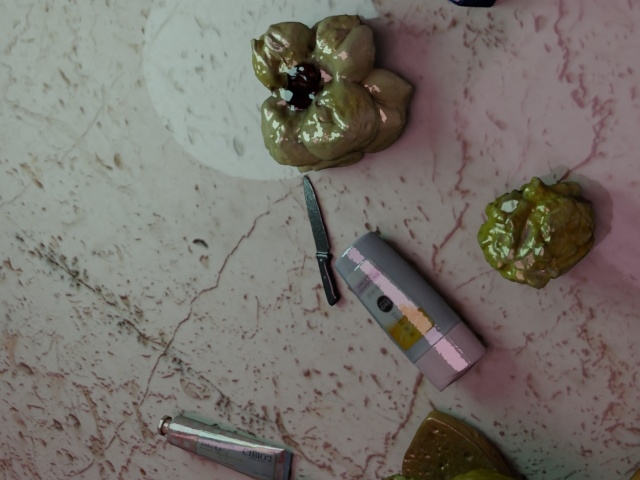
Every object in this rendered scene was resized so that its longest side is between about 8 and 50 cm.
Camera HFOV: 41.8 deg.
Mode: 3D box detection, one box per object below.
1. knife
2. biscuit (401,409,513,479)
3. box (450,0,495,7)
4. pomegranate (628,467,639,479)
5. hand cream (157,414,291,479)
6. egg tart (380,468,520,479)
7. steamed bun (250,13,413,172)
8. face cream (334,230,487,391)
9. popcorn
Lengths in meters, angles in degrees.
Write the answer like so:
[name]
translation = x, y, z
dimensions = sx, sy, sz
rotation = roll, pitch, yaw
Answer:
[knife]
translation = 0.000, 0.000, 1.059
dimensions = 0.023, 0.010, 0.170
rotation = -11, 94, 33
[biscuit]
translation = 0.171, 0.310, 1.018
dimensions = 0.142, 0.029, 0.220
rotation = -12, 97, 32
[box]
translation = 0.116, -0.418, 0.834
dimensions = 0.279, 0.116, 0.261
rotation = 39, 117, 15
[pomegranate]
translation = 0.387, 0.276, 0.790
dimensions = 0.209, 0.209, 0.209
rotation = 8, 105, 29
[hand cream]
translation = -0.138, 0.297, 1.195
dimensions = 0.210, 0.043, 0.067
rotation = 14, 108, 22
[egg tart]
translation = 0.215, 0.373, 0.893
dimensions = 0.352, 0.153, 0.339
rotation = 20, 146, 33
[steamed bun]
translation = 0.005, -0.167, 0.959
dimensions = 0.193, 0.106, 0.177
rotation = -4, 101, 30
[face cream]
translation = 0.102, 0.082, 0.989
dimensions = 0.198, 0.057, 0.084
rotation = 48, 121, 13
[popcorn]
translation = 0.221, -0.007, 0.871
dimensions = 0.121, 0.106, 0.116
rotation = 10, 116, 28
